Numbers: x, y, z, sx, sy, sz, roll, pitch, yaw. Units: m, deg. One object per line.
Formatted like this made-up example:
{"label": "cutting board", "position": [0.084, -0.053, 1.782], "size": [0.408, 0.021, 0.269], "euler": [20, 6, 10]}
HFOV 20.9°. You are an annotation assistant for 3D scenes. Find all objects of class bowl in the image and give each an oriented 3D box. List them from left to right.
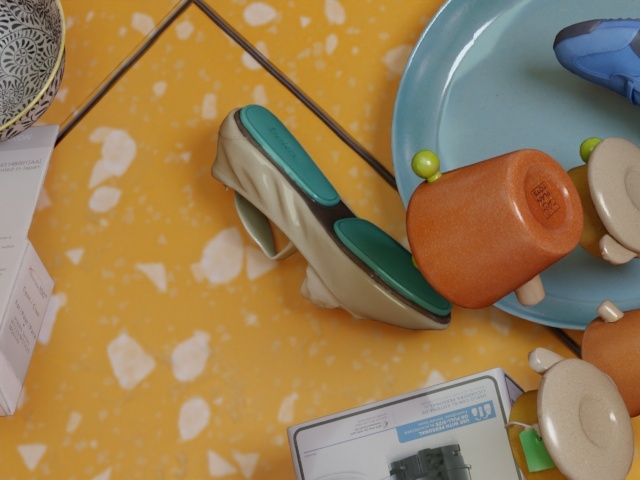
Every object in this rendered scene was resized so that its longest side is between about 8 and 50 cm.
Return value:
{"label": "bowl", "position": [-0.274, -0.141, 1.437], "size": [0.170, 0.080, 0.170], "euler": [-6, 68, 15]}

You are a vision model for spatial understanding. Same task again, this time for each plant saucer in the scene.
{"label": "plant saucer", "position": [0.211, -0.083, 1.295], "size": [0.318, 0.044, 0.317], "euler": [-4, 73, 15]}

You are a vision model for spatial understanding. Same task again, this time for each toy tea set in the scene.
{"label": "toy tea set", "position": [0.159, 0.087, 1.163], "size": [0.124, 0.200, 0.336], "euler": [-27, 64, 43]}

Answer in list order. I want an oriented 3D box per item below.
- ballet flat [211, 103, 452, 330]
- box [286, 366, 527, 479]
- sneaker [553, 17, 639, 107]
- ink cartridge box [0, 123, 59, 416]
{"label": "ballet flat", "position": [0.000, 0.000, 1.324], "size": [0.086, 0.086, 0.248], "euler": [-42, 66, 2]}
{"label": "box", "position": [0.093, 0.252, 1.208], "size": [0.169, 0.087, 0.289], "euler": [-16, 70, 12]}
{"label": "sneaker", "position": [0.260, -0.103, 1.226], "size": [0.209, 0.069, 0.082], "euler": [13, 82, 20]}
{"label": "ink cartridge box", "position": [-0.364, 0.030, 1.427], "size": [0.296, 0.066, 0.261], "euler": [-4, 48, 16]}
